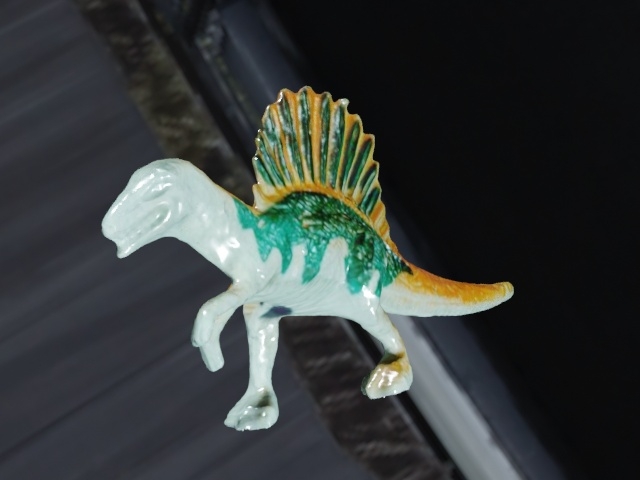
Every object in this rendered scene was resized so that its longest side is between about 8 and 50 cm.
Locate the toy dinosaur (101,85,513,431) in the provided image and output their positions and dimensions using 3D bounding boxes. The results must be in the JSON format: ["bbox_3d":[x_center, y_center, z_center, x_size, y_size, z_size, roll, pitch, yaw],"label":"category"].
[{"bbox_3d":[0.003,0.000,0.498,0.044,0.187,0.106,3,-70,48],"label":"toy dinosaur"}]
